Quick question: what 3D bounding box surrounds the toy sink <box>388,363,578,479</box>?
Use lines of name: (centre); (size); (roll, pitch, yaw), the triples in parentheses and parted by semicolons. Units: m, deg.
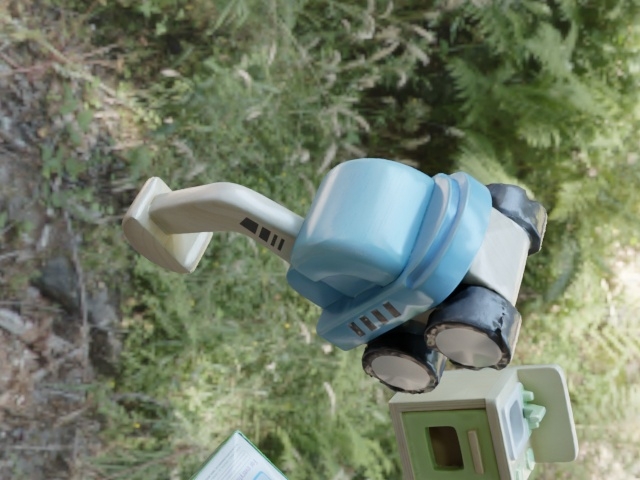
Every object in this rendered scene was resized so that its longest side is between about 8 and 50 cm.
toy sink: (0.238, 0.280, 1.245); (0.131, 0.234, 0.153); (-28, 107, -60)

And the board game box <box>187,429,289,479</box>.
board game box: (-0.051, 0.383, 0.828); (0.242, 0.316, 0.064); (-45, 177, -35)

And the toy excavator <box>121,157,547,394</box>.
toy excavator: (0.000, 0.000, 1.117); (0.433, 0.445, 0.222); (-36, -156, 53)
